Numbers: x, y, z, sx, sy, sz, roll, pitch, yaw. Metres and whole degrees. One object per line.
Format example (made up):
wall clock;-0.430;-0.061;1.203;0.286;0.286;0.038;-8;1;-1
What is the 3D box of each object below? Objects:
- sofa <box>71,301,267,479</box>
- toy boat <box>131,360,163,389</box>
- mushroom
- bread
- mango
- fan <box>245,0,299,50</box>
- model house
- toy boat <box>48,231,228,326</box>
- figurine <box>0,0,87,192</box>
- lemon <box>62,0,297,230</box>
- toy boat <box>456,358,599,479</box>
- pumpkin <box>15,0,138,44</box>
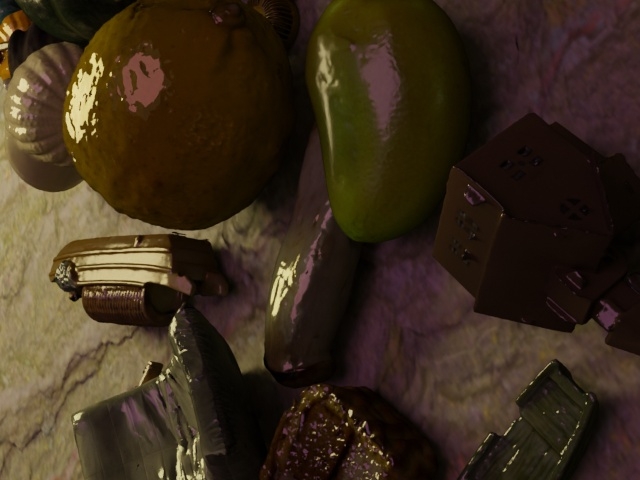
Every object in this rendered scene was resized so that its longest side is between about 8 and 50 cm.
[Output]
sofa;-0.183;0.226;1.522;0.225;0.176;0.210;-23;56;7
toy boat;-0.235;0.222;1.707;0.049;0.047;0.149;38;108;42
mushroom;0.002;0.001;1.505;0.107;0.087;0.333;11;86;54
bread;0.019;0.272;1.419;0.181;0.096;0.222;35;107;43
mango;0.077;-0.141;1.421;0.185;0.149;0.273;-19;76;39
fan;-0.056;-0.302;1.660;0.082;0.039;0.155;26;98;44
model house;0.249;0.017;1.232;0.248;0.176;0.181;46;157;20
toy boat;-0.241;0.053;1.722;0.310;0.089;0.115;-3;82;43
figurine;-0.369;-0.240;1.850;0.204;0.185;0.332;107;144;-57
lemon;-0.156;-0.156;1.565;0.322;0.268;0.268;-48;52;33
toy boat;0.175;0.245;1.304;0.093;0.055;0.293;48;113;38
pumpkin;-0.268;-0.393;1.737;0.300;0.207;0.300;-19;35;14
